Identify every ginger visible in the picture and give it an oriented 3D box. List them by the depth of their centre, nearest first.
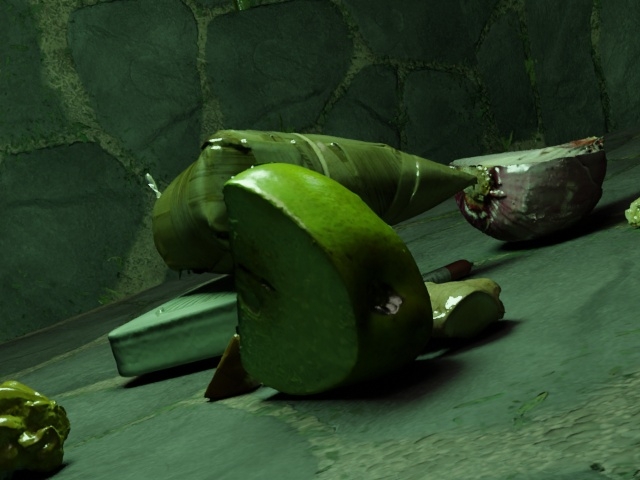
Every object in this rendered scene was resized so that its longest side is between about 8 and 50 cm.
[{"bbox_3d":[0.141,0.088,1.303,0.137,0.074,0.213,-10,6,-21],"label":"ginger"}]

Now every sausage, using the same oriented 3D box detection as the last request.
[{"bbox_3d":[0.159,0.072,1.648,0.223,0.029,0.029,-20,5,-27],"label":"sausage"}]

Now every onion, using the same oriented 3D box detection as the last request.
[{"bbox_3d":[0.403,-0.087,1.841,0.349,0.159,0.267,-13,13,-33],"label":"onion"}]

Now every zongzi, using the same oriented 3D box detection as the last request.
[{"bbox_3d":[-0.042,-0.038,1.794,0.467,0.218,0.500,4,-11,-23],"label":"zongzi"}]

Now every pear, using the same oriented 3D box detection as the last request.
[{"bbox_3d":[0.021,0.050,1.199,0.159,0.292,0.292,-23,7,-35],"label":"pear"}]

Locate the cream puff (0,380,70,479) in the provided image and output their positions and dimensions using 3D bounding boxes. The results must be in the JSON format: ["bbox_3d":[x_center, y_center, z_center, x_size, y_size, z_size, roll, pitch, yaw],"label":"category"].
[{"bbox_3d":[-0.384,0.235,1.282,0.156,0.121,0.156,-15,-1,0],"label":"cream puff"}]

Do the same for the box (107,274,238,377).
[{"bbox_3d":[-0.116,0.110,1.773,0.396,0.111,0.396,-16,5,25],"label":"box"}]

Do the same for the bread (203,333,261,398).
[{"bbox_3d":[-0.108,0.177,1.362,0.109,0.062,0.043,-61,-13,18],"label":"bread"}]

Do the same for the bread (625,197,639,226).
[{"bbox_3d":[0.541,-0.053,1.550,0.154,0.054,0.136,-20,7,13],"label":"bread"}]
